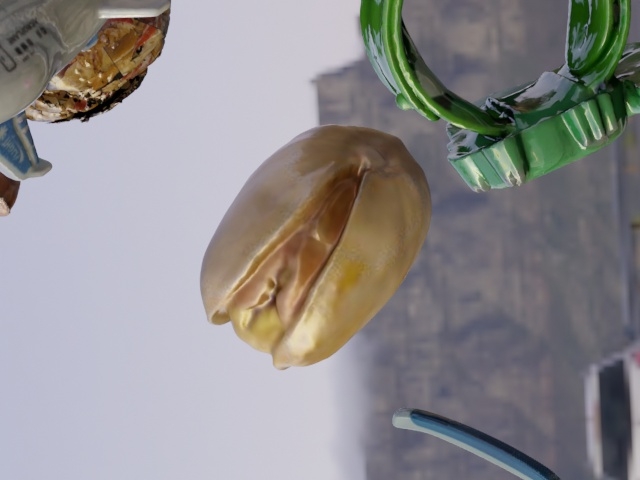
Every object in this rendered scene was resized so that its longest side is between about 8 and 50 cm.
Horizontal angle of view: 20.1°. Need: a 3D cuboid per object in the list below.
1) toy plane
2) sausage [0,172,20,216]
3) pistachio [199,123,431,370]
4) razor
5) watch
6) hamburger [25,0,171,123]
[{"bbox_3d":[-0.248,-0.157,1.428,0.267,0.122,0.267,-40,-35,-36],"label":"toy plane"},{"bbox_3d":[-0.322,-0.099,1.846,0.047,0.040,0.177,-39,40,42],"label":"sausage"},{"bbox_3d":[0.000,0.000,2.124,0.309,0.230,0.230,-56,-13,-2],"label":"pistachio"},{"bbox_3d":[0.150,0.192,1.601,0.068,0.191,0.037,-30,-37,-54],"label":"razor"},{"bbox_3d":[0.109,-0.118,0.958,0.152,0.165,0.131,64,179,-14],"label":"watch"},{"bbox_3d":[-0.255,-0.231,1.781,0.107,0.230,0.231,69,-159,-72],"label":"hamburger"}]
